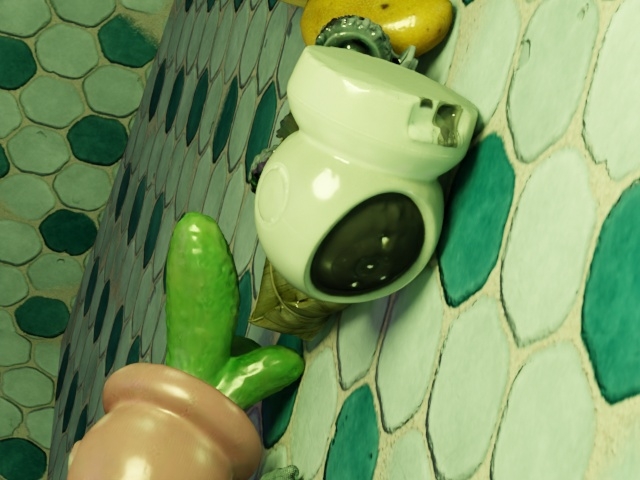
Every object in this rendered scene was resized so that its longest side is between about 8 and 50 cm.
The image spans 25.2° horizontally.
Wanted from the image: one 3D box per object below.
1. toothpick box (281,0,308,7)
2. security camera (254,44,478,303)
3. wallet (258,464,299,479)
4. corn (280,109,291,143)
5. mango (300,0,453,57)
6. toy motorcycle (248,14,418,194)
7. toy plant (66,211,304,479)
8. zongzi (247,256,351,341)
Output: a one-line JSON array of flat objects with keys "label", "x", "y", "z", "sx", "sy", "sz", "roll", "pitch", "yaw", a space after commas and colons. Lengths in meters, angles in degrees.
[{"label": "toothpick box", "x": -0.015, "y": -0.407, "z": 1.934, "sx": 0.308, "sy": 0.187, "sz": 0.190, "roll": -126, "pitch": 52, "yaw": -66}, {"label": "security camera", "x": 0.032, "y": -0.055, "z": 1.408, "sx": 0.194, "sy": 0.194, "sz": 0.236, "roll": -117, "pitch": 46, "yaw": -68}, {"label": "wallet", "x": -0.094, "y": 0.450, "z": 1.653, "sx": 0.237, "sy": 0.075, "sz": 0.342, "roll": 132, "pitch": 149, "yaw": -55}, {"label": "corn", "x": 0.000, "y": -0.192, "z": 1.875, "sx": 0.072, "sy": 0.072, "sz": 0.203, "roll": -150, "pitch": 75, "yaw": -74}, {"label": "mango", "x": 0.057, "y": -0.259, "z": 1.620, "sx": 0.157, "sy": 0.109, "sz": 0.262, "roll": -38, "pitch": 19, "yaw": -10}, {"label": "toy motorcycle", "x": 0.029, "y": -0.116, "z": 1.557, "sx": 0.270, "sy": 0.159, "sz": 0.106, "roll": -58, "pitch": 8, "yaw": 39}, {"label": "toy plant", "x": -0.164, "y": 0.193, "z": 1.742, "sx": 0.356, "sy": 0.210, "sz": 0.317, "roll": -58, "pitch": -33, "yaw": -31}, {"label": "zongzi", "x": 0.001, "y": -0.002, "z": 1.666, "sx": 0.204, "sy": 0.094, "sz": 0.205, "roll": 149, "pitch": 134, "yaw": -64}]
